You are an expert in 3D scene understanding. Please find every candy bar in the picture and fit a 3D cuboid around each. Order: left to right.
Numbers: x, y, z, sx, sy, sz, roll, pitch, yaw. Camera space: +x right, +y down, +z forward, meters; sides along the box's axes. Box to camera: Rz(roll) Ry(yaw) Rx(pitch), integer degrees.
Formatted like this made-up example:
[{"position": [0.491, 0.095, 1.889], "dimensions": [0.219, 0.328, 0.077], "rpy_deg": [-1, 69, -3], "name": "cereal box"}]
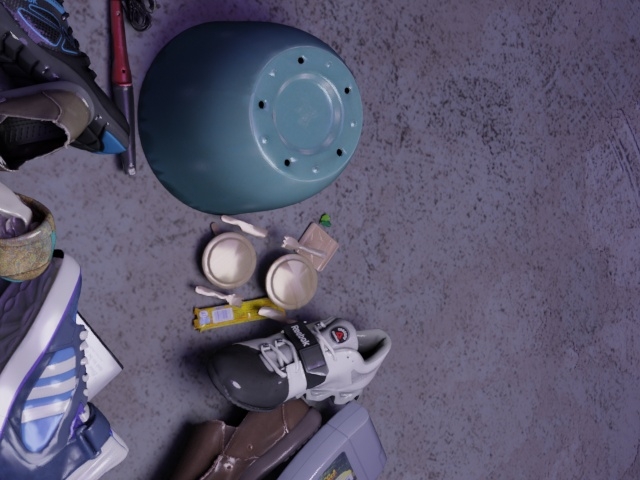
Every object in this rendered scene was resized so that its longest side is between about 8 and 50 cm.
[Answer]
[{"position": [-0.123, 0.111, 1.590], "dimensions": [0.161, 0.018, 0.040], "rpy_deg": [-8, 89, -33], "name": "candy bar"}]

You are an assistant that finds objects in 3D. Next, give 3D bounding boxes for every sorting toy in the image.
[{"position": [0.000, 0.000, 1.666], "dimensions": [0.062, 0.012, 0.083], "rpy_deg": [41, 75, -24], "name": "sorting toy"}]

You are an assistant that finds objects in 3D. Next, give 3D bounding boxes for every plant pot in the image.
[{"position": [-0.079, -0.177, 1.468], "dimensions": [0.293, 0.235, 0.293], "rpy_deg": [-3, 95, -33], "name": "plant pot"}]

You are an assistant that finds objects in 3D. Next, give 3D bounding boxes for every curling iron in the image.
[{"position": [-0.266, -0.228, 1.448], "dimensions": [0.068, 0.035, 0.274], "rpy_deg": [3, 92, 7], "name": "curling iron"}]

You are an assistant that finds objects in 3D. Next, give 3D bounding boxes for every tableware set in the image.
[{"position": [-0.096, 0.045, 1.582], "dimensions": [0.194, 0.039, 0.128], "rpy_deg": [21, 87, -24], "name": "tableware set"}]

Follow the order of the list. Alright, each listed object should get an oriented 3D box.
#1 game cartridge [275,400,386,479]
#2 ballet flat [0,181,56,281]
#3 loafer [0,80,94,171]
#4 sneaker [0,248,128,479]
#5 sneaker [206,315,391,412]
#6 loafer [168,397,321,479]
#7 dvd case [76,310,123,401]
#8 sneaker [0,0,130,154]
[{"position": [-0.009, 0.402, 1.622], "dimensions": [0.294, 0.060, 0.196], "rpy_deg": [-49, 142, -20], "name": "game cartridge"}, {"position": [-0.481, -0.060, 1.235], "dimensions": [0.348, 0.123, 0.123], "rpy_deg": [24, 80, -14], "name": "ballet flat"}, {"position": [-0.407, -0.132, 1.276], "dimensions": [0.251, 0.087, 0.094], "rpy_deg": [-15, 125, 9], "name": "loafer"}, {"position": [-0.340, 0.201, 1.376], "dimensions": [0.236, 0.130, 0.323], "rpy_deg": [35, 70, -40], "name": "sneaker"}, {"position": [-0.024, 0.169, 1.554], "dimensions": [0.330, 0.122, 0.146], "rpy_deg": [2, 135, -48], "name": "sneaker"}, {"position": [-0.163, 0.337, 1.537], "dimensions": [0.366, 0.134, 0.130], "rpy_deg": [-37, 86, -35], "name": "loafer"}, {"position": [-0.414, 0.195, 1.404], "dimensions": [0.253, 0.022, 0.180], "rpy_deg": [-44, 116, -22], "name": "dvd case"}, {"position": [-0.355, -0.252, 1.347], "dimensions": [0.341, 0.125, 0.140], "rpy_deg": [49, 50, -34], "name": "sneaker"}]
